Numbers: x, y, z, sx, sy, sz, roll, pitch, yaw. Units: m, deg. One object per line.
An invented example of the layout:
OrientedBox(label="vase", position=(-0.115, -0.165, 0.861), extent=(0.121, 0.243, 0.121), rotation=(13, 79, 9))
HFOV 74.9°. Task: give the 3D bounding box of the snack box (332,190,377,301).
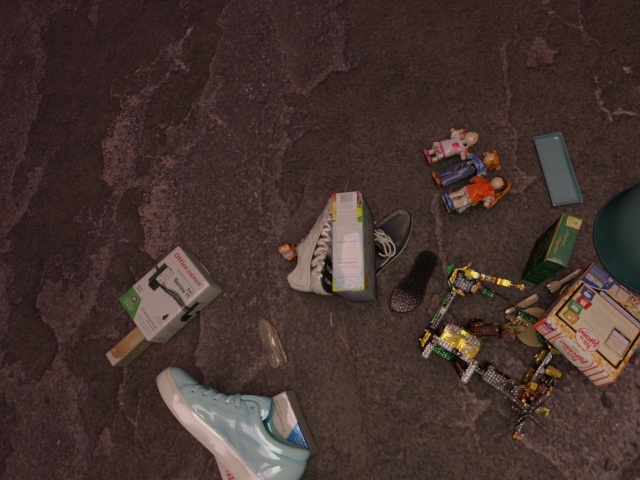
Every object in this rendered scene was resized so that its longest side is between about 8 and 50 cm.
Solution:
OrientedBox(label="snack box", position=(0.076, 0.021, 0.903), extent=(0.070, 0.174, 0.206), rotation=(-6, 72, 15))

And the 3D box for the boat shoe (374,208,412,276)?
OrientedBox(label="boat shoe", position=(0.136, 0.019, 1.024), extent=(0.095, 0.079, 0.254), rotation=(42, 85, 19))

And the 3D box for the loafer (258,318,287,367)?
OrientedBox(label="loafer", position=(-0.118, 0.252, 1.030), extent=(0.045, 0.039, 0.125), rotation=(-39, 62, 33))

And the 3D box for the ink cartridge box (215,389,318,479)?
OrientedBox(label="ink cartridge box", position=(-0.130, 0.451, 0.939), extent=(0.203, 0.086, 0.148), rotation=(-28, 69, 1))

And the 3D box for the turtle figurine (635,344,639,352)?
OrientedBox(label="turtle figurine", position=(0.757, 0.218, 0.776), extent=(0.267, 0.274, 0.197), rotation=(-17, 104, 2))

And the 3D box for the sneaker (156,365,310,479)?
OrientedBox(label="sneaker", position=(-0.175, 0.365, 0.873), extent=(0.366, 0.135, 0.150), rotation=(38, 75, 13))

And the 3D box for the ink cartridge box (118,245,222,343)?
OrientedBox(label="ink cartridge box", position=(-0.387, 0.140, 1.090), extent=(0.208, 0.087, 0.153), rotation=(-43, 70, -5))

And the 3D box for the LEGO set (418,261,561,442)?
OrientedBox(label="LEGO set", position=(0.353, 0.201, 0.832), extent=(0.331, 0.192, 0.254), rotation=(40, 94, 11))

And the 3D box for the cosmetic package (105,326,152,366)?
OrientedBox(label="cosmetic package", position=(-0.487, 0.273, 1.084), extent=(0.115, 0.060, 0.041), rotation=(-42, 69, -5))

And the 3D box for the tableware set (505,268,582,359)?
OrientedBox(label="tableware set", position=(0.518, 0.162, 0.923), extent=(0.194, 0.039, 0.128), rotation=(-32, 80, 6))

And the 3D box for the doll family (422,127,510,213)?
OrientedBox(label="doll family", position=(0.369, -0.158, 1.031), extent=(0.163, 0.118, 0.262), rotation=(-20, 52, 12))

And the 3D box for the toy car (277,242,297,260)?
OrientedBox(label="toy car", position=(-0.045, 0.022, 1.072), extent=(0.122, 0.060, 0.040), rotation=(-14, 75, 7))

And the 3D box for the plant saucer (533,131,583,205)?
OrientedBox(label="plant saucer", position=(0.580, -0.175, 1.027), extent=(0.067, 0.018, 0.191), rotation=(-9, 72, 9))

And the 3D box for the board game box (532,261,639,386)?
OrientedBox(label="board game box", position=(0.519, 0.151, 0.787), extent=(0.194, 0.045, 0.146), rotation=(-34, 70, -25))

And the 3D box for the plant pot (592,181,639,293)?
OrientedBox(label="plant pot", position=(0.739, -0.037, 0.824), extent=(0.272, 0.255, 0.271), rotation=(-4, 72, 11))

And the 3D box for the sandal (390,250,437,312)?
OrientedBox(label="sandal", position=(0.228, 0.104, 1.005), extent=(0.067, 0.040, 0.179), rotation=(31, 67, 13))

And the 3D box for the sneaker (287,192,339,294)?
OrientedBox(label="sneaker", position=(0.000, 0.000, 1.025), extent=(0.119, 0.110, 0.291), rotation=(-8, 47, 33))

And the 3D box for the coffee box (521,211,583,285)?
OrientedBox(label="coffee box", position=(0.490, 0.023, 0.893), extent=(0.041, 0.184, 0.113), rotation=(24, 79, 17))
